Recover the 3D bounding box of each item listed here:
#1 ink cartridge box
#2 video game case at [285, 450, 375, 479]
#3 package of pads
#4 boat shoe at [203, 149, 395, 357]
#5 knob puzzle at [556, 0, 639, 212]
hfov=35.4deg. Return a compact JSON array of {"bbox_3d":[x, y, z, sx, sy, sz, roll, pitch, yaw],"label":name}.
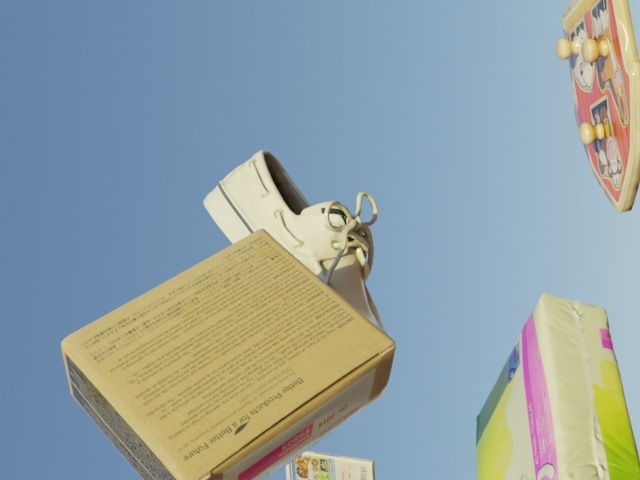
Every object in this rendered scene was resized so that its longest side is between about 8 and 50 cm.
[{"bbox_3d":[-0.083,0.117,0.914,0.235,0.193,0.088,-30,-34,-30],"label":"ink cartridge box"},{"bbox_3d":[0.013,0.314,1.286,0.011,0.122,0.087,-33,-58,-61],"label":"video game case"},{"bbox_3d":[0.252,0.240,1.113,0.296,0.101,0.229,-81,7,-53],"label":"package of pads"},{"bbox_3d":[0.004,0.003,1.195,0.156,0.367,0.136,-47,-44,7],"label":"boat shoe"},{"bbox_3d":[0.231,-0.118,0.843,0.213,0.030,0.213,-9,-90,-89],"label":"knob puzzle"}]
